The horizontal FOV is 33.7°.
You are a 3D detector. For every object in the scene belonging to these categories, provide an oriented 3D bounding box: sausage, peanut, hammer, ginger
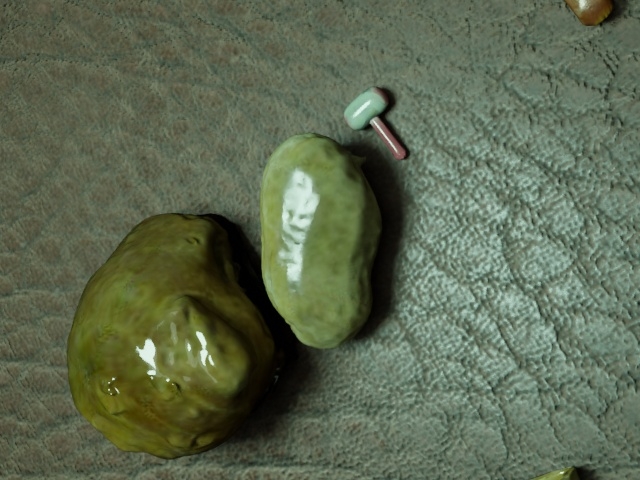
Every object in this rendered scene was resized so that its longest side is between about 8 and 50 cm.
[{"bbox_3d":[0.239,-0.263,1.029,0.039,0.041,0.131,-35,74,17],"label":"sausage"},{"bbox_3d":[0.000,0.000,1.102,0.129,0.129,0.224,6,101,27],"label":"peanut"},{"bbox_3d":[0.064,-0.120,1.123,0.052,0.031,0.083,-41,78,24],"label":"hammer"},{"bbox_3d":[-0.170,0.099,1.135,0.200,0.223,0.269,-39,75,24],"label":"ginger"}]

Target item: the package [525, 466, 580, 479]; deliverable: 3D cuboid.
[{"bbox_3d":[0.197,0.383,0.939,0.221,0.165,0.311,-16,81,-5],"label":"package"}]
